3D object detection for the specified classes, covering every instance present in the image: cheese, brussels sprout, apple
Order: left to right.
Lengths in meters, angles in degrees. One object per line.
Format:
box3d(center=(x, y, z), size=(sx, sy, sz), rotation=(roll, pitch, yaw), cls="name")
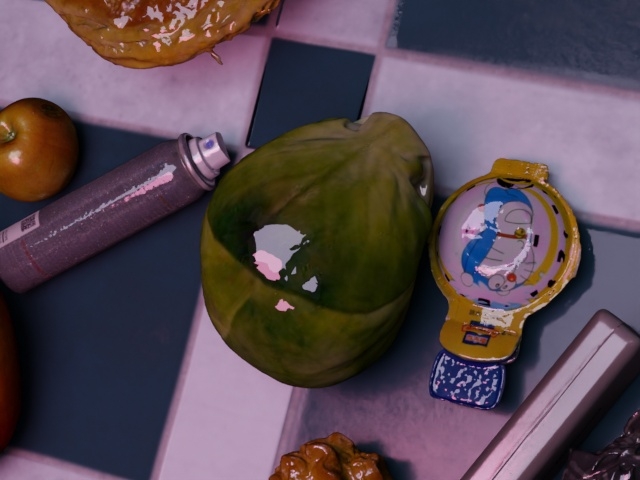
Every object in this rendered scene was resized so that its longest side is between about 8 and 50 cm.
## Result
box3d(center=(-0.315, -0.099, 1.851), size=(0.099, 0.102, 0.114), rotation=(26, 89, 25), cls="apple")
box3d(center=(0.000, 0.000, 1.661), size=(0.219, 0.210, 0.271), rotation=(35, 78, 19), cls="brussels sprout")
box3d(center=(0.169, 0.040, 1.654), size=(0.157, 0.064, 0.250), rotation=(10, 81, 24), cls="cheese")

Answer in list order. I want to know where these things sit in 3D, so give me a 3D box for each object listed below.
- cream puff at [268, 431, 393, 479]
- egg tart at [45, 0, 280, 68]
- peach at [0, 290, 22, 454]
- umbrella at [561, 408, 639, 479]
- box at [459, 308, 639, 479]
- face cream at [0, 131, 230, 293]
box3d(center=(0.011, 0.245, 1.658), size=(0.094, 0.122, 0.116), rotation=(53, 140, 29), cls="cream puff")
box3d(center=(-0.151, -0.330, 1.806), size=(0.352, 0.153, 0.339), rotation=(-25, 72, 15), cls="egg tart")
box3d(center=(-0.518, 0.105, 1.783), size=(0.406, 0.310, 0.335), rotation=(36, 97, 23), cls="peach")
box3d(center=(0.220, 0.280, 1.555), size=(0.154, 0.128, 0.336), rotation=(26, 81, -12), cls="umbrella")
box3d(center=(0.212, 0.175, 1.589), size=(0.055, 0.103, 0.243), rotation=(41, 96, 21), cls="box")
box3d(center=(-0.222, -0.035, 1.817), size=(0.284, 0.073, 0.073), rotation=(-27, 71, 15), cls="face cream")
